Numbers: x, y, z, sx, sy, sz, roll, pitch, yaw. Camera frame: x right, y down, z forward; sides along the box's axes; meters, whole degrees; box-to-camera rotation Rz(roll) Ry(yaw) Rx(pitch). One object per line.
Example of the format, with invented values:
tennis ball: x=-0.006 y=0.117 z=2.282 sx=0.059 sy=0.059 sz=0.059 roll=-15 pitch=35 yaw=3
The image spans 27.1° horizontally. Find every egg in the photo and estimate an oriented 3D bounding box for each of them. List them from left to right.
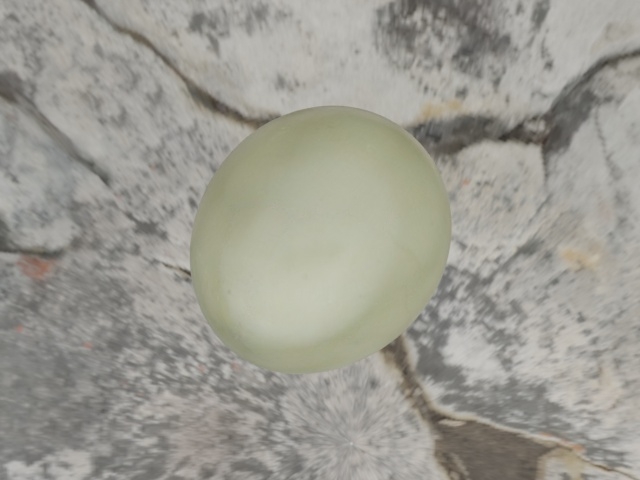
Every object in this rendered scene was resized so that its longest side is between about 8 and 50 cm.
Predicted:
egg: x=0.000 y=0.000 z=0.985 sx=0.186 sy=0.241 sz=0.186 roll=11 pitch=125 yaw=16
